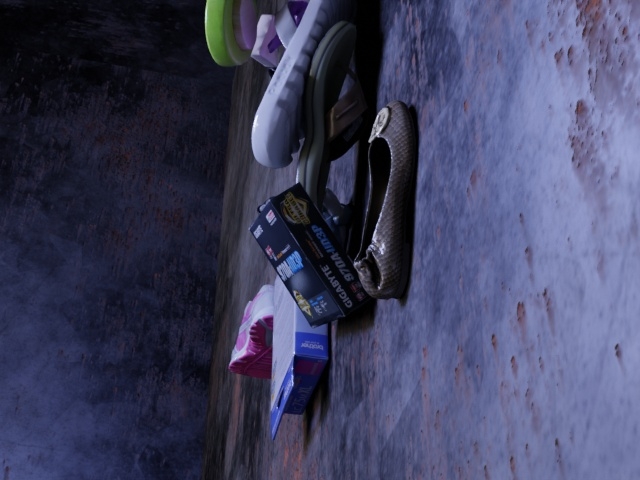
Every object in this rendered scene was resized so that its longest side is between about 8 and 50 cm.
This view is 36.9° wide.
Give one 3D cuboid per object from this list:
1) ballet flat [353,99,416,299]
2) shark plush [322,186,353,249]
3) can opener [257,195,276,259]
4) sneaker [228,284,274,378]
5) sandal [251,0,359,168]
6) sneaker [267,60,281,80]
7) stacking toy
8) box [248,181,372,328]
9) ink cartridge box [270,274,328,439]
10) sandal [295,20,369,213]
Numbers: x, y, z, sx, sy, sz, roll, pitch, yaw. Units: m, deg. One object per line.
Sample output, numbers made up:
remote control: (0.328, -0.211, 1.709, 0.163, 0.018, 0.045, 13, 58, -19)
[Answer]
ballet flat: (0.071, -0.052, 1.109, 0.084, 0.058, 0.250, 126, 151, -67)
shark plush: (0.000, 0.000, 1.426, 0.073, 0.067, 0.161, -120, 39, -73)
can opener: (-0.096, -0.026, 2.044, 0.059, 0.073, 0.186, -35, 34, 18)
sneaker: (-0.103, 0.174, 1.803, 0.252, 0.103, 0.111, 120, 161, -48)
sandal: (-0.035, -0.289, 1.428, 0.169, 0.102, 0.416, 87, -160, -51)
sneaker: (-0.054, -0.349, 1.904, 0.084, 0.097, 0.235, 123, 154, -65)
stacking toy: (-0.058, -0.395, 1.430, 0.309, 0.130, 0.280, -19, -67, -70)
box: (-0.018, 0.027, 1.289, 0.175, 0.051, 0.220, 57, 166, 1)
ink cartridge box: (-0.034, 0.141, 1.524, 0.186, 0.065, 0.311, 111, 166, -50)
sandal: (0.025, -0.160, 1.368, 0.120, 0.086, 0.303, 35, -118, -76)
